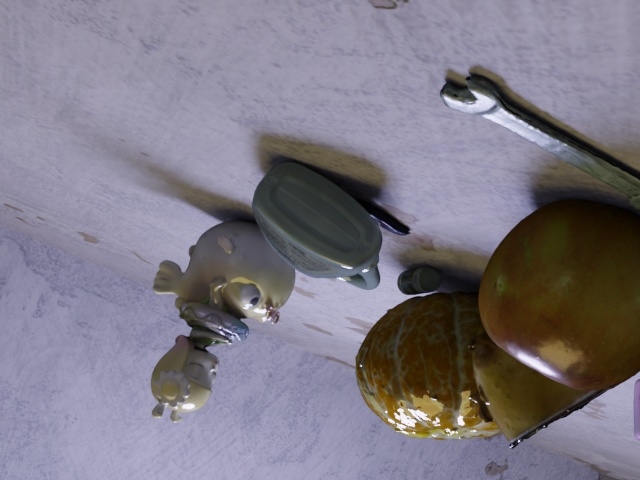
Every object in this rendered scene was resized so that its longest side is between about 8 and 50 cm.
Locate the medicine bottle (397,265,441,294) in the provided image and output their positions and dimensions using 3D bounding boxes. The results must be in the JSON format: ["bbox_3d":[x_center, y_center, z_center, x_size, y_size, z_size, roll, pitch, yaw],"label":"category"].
[{"bbox_3d":[0.169,0.071,1.530,0.047,0.047,0.083,24,166,-15],"label":"medicine bottle"}]

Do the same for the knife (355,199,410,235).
[{"bbox_3d":[0.091,-0.030,1.316,0.121,0.018,0.031,30,160,-37],"label":"knife"}]

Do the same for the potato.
[{"bbox_3d":[0.351,0.142,1.266,0.300,0.196,0.246,-18,161,-28],"label":"potato"}]

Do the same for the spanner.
[{"bbox_3d":[0.250,-0.087,0.875,0.302,0.017,0.071,25,165,-20],"label":"spanner"}]

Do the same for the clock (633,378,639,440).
[{"bbox_3d":[0.588,0.222,1.185,0.296,0.113,0.322,4,164,10],"label":"clock"}]

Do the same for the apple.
[{"bbox_3d":[0.306,0.060,1.038,0.237,0.207,0.237,28,-176,-2],"label":"apple"}]

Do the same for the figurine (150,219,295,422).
[{"bbox_3d":[-0.218,0.145,1.647,0.274,0.394,0.226,17,167,27],"label":"figurine"}]

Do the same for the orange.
[{"bbox_3d":[0.226,0.218,1.543,0.329,0.249,0.329,-4,156,-2],"label":"orange"}]

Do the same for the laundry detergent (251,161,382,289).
[{"bbox_3d":[0.000,0.000,1.328,0.215,0.105,0.280,34,167,11],"label":"laundry detergent"}]
